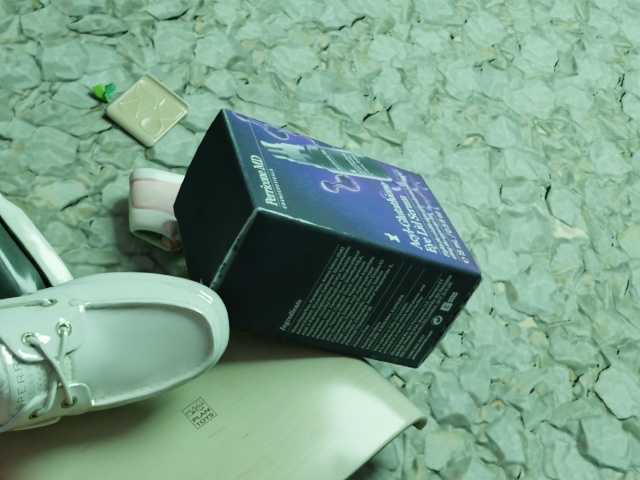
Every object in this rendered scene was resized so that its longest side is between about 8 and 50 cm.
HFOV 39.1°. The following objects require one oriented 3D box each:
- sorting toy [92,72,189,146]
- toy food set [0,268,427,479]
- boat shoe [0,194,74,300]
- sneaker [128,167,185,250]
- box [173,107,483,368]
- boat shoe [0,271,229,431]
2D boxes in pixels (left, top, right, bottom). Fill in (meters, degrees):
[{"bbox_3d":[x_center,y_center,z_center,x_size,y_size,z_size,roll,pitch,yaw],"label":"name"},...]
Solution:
[{"bbox_3d":[-0.176,-0.133,0.870,0.083,0.012,0.062,38,63,3],"label":"sorting toy"},{"bbox_3d":[-0.096,0.154,0.701,0.306,0.092,0.220,-34,63,-30],"label":"toy food set"},{"bbox_3d":[-0.333,-0.028,0.700,0.340,0.127,0.113,50,48,3],"label":"boat shoe"},{"bbox_3d":[-0.107,-0.019,0.807,0.134,0.051,0.070,8,67,-13],"label":"sneaker"},{"bbox_3d":[0.000,0.000,0.732,0.207,0.108,0.153,16,30,-28],"label":"box"},{"bbox_3d":[-0.197,0.085,0.598,0.277,0.096,0.098,-8,101,-6],"label":"boat shoe"}]
